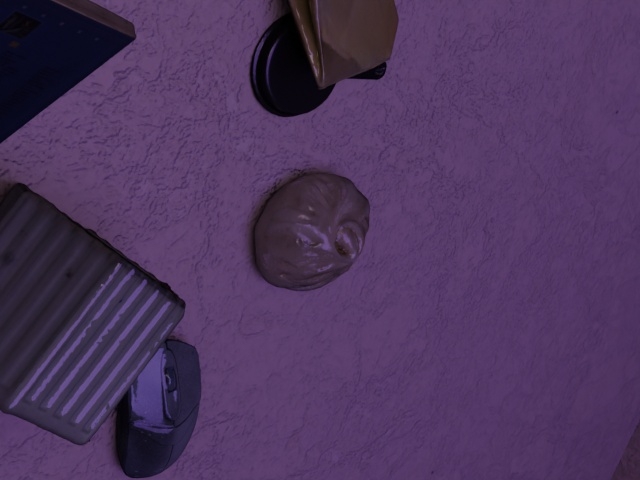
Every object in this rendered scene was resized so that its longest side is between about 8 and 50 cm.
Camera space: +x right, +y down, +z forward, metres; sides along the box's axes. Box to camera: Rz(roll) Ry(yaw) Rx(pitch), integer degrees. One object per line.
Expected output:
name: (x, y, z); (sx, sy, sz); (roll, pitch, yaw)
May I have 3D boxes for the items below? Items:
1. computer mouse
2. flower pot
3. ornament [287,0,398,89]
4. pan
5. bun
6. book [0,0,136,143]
computer mouse: (-0.208, 0.223, 1.372); (0.113, 0.068, 0.228); (-14, 123, -42)
flower pot: (-0.280, 0.074, 1.095); (0.209, 0.239, 0.189); (38, 82, -19)
ornament: (0.022, -0.261, 1.273); (0.201, 0.059, 0.180); (36, 62, -50)
pan: (0.010, -0.222, 1.345); (0.235, 0.028, 0.136); (-7, 116, -43)
bun: (0.000, 0.000, 1.419); (0.183, 0.102, 0.183); (-25, 132, -31)
book: (-0.323, -0.150, 0.929); (0.269, 0.025, 0.191); (-30, 151, 30)
